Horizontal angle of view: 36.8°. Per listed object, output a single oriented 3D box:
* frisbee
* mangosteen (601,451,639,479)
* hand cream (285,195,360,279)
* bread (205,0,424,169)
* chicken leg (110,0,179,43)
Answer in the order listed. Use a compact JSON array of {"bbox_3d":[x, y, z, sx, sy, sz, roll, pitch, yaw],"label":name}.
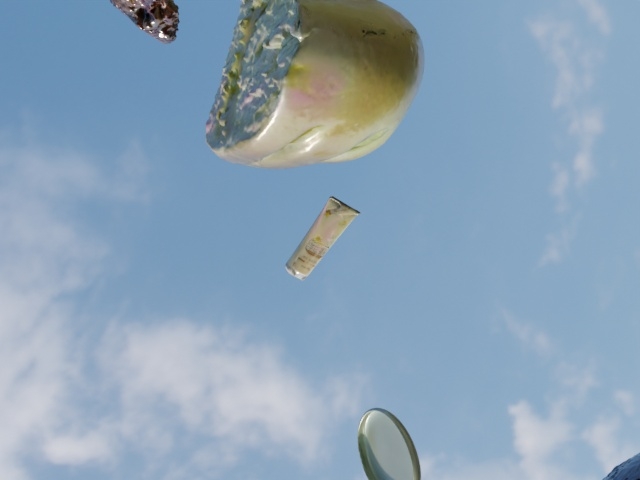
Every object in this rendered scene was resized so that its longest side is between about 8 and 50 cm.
[{"bbox_3d":[0.075,0.237,1.056,0.014,0.110,0.110,-11,-96,-30],"label":"frisbee"},{"bbox_3d":[0.209,0.207,0.482,0.216,0.216,0.216,17,-115,-40],"label":"mangosteen"},{"bbox_3d":[0.000,0.000,1.479,0.061,0.143,0.039,27,-161,-28],"label":"hand cream"},{"bbox_3d":[0.001,-0.125,0.764,0.260,0.156,0.158,-39,-34,-68],"label":"bread"},{"bbox_3d":[-0.114,-0.161,0.492,0.037,0.062,0.145,-36,-57,-7],"label":"chicken leg"}]
